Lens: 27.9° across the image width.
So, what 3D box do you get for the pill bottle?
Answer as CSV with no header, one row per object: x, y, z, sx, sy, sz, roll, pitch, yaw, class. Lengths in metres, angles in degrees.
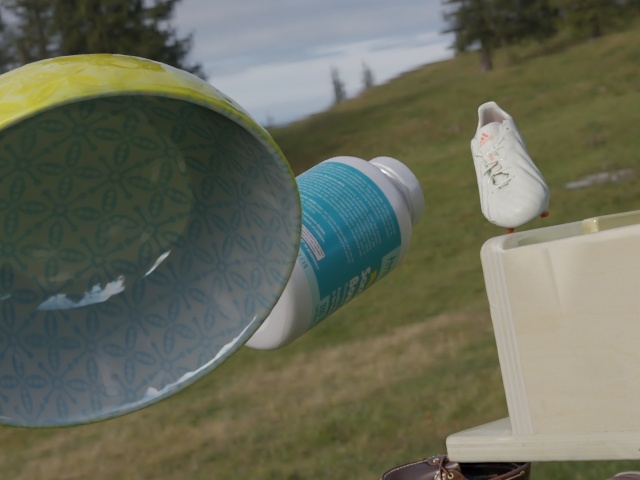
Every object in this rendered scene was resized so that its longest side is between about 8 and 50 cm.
0.000,0.000,1.401,0.146,0.146,0.264,-6,21,47,pill bottle

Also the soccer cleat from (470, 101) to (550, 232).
0.178,-0.073,1.263,0.068,0.076,0.196,-24,23,12,soccer cleat

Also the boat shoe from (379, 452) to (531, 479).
0.177,0.310,1.705,0.207,0.073,0.073,-5,48,-11,boat shoe

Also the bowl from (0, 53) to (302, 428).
-0.174,-0.024,0.902,0.289,0.289,0.156,-12,43,-20,bowl

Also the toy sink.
0.189,0.046,0.742,0.153,0.131,0.234,-8,-4,-38,toy sink

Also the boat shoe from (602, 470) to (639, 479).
0.309,0.303,1.437,0.060,0.064,0.178,-15,-13,-34,boat shoe
